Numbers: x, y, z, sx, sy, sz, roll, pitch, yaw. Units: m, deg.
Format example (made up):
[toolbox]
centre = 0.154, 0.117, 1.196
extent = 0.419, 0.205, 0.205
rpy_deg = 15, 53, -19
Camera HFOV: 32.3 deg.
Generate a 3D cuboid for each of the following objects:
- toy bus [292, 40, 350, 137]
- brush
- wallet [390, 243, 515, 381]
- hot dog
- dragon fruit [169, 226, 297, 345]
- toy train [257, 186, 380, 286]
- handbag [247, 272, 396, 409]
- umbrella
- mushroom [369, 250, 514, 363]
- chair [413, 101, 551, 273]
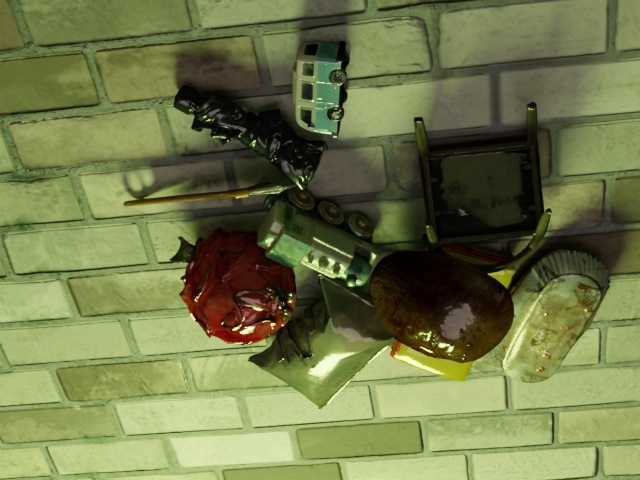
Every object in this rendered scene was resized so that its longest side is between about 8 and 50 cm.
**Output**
[toy bus]
centre = -0.001, -0.206, 1.499
extent = 0.074, 0.060, 0.123
rpy_deg = 6, 128, 4
[brush]
centre = -0.165, -0.067, 1.614
extent = 0.272, 0.103, 0.013
rpy_deg = -5, 97, 18
[wallet]
centre = 0.204, 0.105, 1.750
extent = 0.141, 0.067, 0.241
rpy_deg = 16, 124, -4
[hot dog]
centre = 0.354, 0.119, 1.742
extent = 0.144, 0.075, 0.268
rpy_deg = 20, 131, -8
[dragon fruit]
centre = -0.124, 0.072, 1.659
extent = 0.209, 0.172, 0.172
rpy_deg = 30, 137, 30
[toy train]
centre = 0.000, 0.000, 1.628
extent = 0.194, 0.125, 0.081
rpy_deg = 26, 130, -17
[handbag]
centre = 0.009, 0.164, 1.773
extent = 0.182, 0.117, 0.270
rpy_deg = 35, 128, -11
[umbrella]
centre = -0.097, -0.158, 1.538
extent = 0.224, 0.080, 0.071
rpy_deg = 26, 139, -6
[mushroom]
centre = 0.164, 0.102, 1.592
extent = 0.194, 0.138, 0.231
rpy_deg = 16, 163, -18
[chair]
centre = 0.226, -0.066, 1.544
extent = 0.188, 0.166, 0.272
rpy_deg = -6, 162, 8
